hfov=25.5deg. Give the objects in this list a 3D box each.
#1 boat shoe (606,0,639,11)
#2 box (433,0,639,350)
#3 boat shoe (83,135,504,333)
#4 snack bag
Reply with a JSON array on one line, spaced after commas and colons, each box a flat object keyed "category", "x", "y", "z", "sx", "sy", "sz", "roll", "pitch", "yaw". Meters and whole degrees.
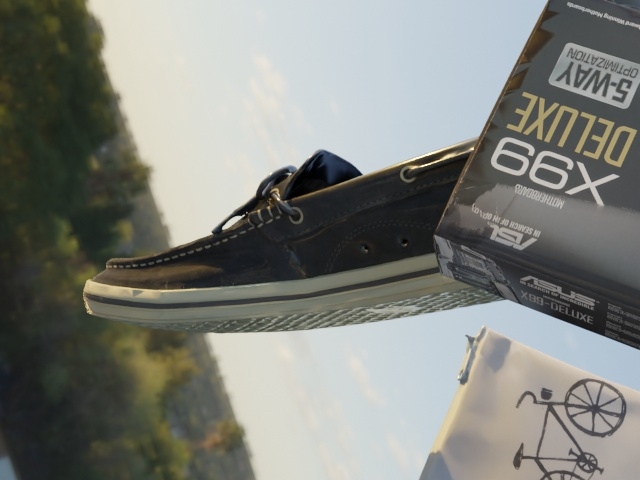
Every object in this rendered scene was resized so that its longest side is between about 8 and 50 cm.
[{"category": "boat shoe", "x": 0.294, "y": -0.158, "z": 1.313, "sx": 0.091, "sy": 0.109, "sz": 0.305, "roll": -15, "pitch": -102, "yaw": 41}, {"category": "box", "x": 0.272, "y": -0.037, "z": 1.064, "sx": 0.307, "sy": 0.242, "sz": 0.076, "roll": 22, "pitch": -21, "yaw": 18}, {"category": "boat shoe", "x": 0.000, "y": 0.000, "z": 1.332, "sx": 0.187, "sy": 0.500, "sz": 0.156, "roll": 13, "pitch": 69, "yaw": -63}, {"category": "snack bag", "x": 0.244, "y": 0.270, "z": 1.308, "sx": 0.037, "sy": 0.343, "sz": 0.323, "roll": 101, "pitch": 14, "yaw": -57}]
